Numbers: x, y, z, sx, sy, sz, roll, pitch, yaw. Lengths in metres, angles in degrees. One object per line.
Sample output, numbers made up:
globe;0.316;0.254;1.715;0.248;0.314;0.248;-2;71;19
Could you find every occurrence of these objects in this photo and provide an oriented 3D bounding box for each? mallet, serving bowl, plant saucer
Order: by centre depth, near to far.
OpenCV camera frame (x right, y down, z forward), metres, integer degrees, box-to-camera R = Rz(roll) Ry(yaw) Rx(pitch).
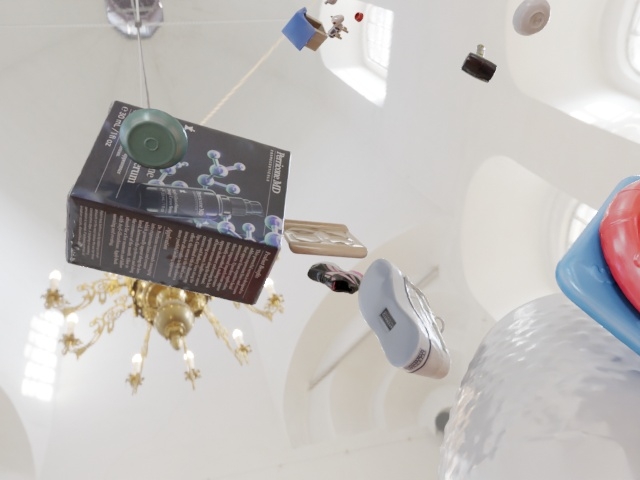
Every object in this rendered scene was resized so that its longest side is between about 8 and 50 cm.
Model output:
plant saucer;-0.298;-0.175;1.005;0.119;0.021;0.119;-2;-55;-3
mallet;0.305;-0.362;1.112;0.062;0.189;0.039;23;-56;-6
serving bowl;0.451;-0.470;1.194;0.083;0.027;0.083;-9;-48;-10

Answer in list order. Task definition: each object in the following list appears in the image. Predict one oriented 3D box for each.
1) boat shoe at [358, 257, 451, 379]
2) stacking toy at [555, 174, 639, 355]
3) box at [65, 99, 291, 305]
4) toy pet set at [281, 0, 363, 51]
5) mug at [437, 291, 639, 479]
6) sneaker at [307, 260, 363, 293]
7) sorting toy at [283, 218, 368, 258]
boat shoe;0.201;0.174;1.255;0.156;0.367;0.136;31;-75;-23
stacking toy;0.306;-0.040;0.345;0.175;0.166;0.302;-40;-20;-31
box;-0.283;-0.075;1.185;0.396;0.293;0.212;14;-43;-14
toy pet set;-0.006;-0.367;0.899;0.065;0.122;0.114;11;-39;-43
mug;0.270;0.187;0.477;0.276;0.328;0.374;48;-64;8
sneaker;0.037;0.111;1.637;0.178;0.077;0.072;8;-65;26
sorting toy;0.000;0.000;1.405;0.193;0.208;0.038;4;-72;-14
